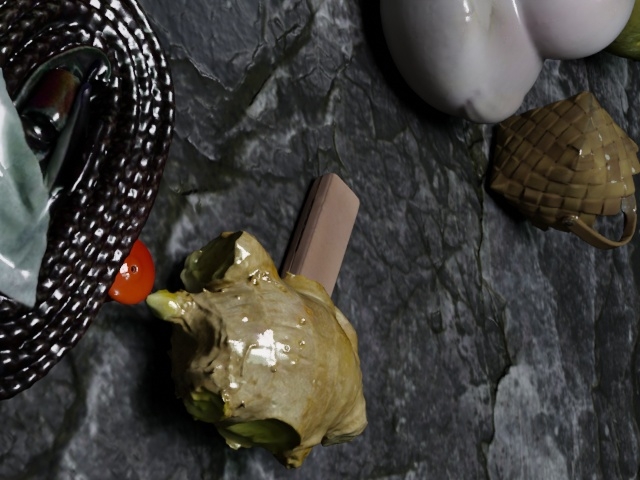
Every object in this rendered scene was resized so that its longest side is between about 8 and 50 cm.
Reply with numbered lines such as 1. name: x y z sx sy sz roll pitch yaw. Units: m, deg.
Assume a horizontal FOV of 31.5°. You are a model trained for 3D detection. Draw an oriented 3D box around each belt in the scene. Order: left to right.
1. belt: -0.184 -0.042 0.629 0.184 0.164 0.289 48 43 -37

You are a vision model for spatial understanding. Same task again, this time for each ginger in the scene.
1. ginger: -0.041 0.078 0.824 0.216 0.102 0.157 31 53 -42

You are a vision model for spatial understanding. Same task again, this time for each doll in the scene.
1. doll: 0.186 -0.226 1.087 0.251 0.221 0.221 -12 91 -51

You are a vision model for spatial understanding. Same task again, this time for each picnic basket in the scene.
1. picnic basket: 0.278 -0.063 1.211 0.178 0.138 0.128 31 58 -35

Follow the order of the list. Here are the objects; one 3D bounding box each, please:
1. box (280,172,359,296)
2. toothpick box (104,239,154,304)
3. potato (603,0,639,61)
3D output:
1. box: 0.000 0.000 0.953 0.048 0.025 0.115 46 49 -38
2. toothpick box: -0.147 0.024 0.724 0.047 0.083 0.047 15 71 -49
3. potato: 0.397 -0.388 1.368 0.269 0.219 0.359 50 38 -53
